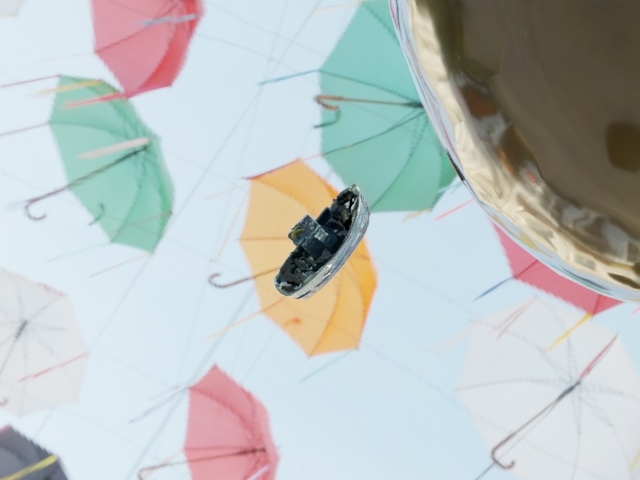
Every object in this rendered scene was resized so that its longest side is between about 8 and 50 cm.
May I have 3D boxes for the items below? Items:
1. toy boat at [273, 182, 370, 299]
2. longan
[{"bbox_3d":[0.000,0.000,1.151,0.137,0.061,0.060,-47,-140,5],"label":"toy boat"},{"bbox_3d":[0.176,-0.131,0.491,0.318,0.319,0.319,9,-71,28],"label":"longan"}]
